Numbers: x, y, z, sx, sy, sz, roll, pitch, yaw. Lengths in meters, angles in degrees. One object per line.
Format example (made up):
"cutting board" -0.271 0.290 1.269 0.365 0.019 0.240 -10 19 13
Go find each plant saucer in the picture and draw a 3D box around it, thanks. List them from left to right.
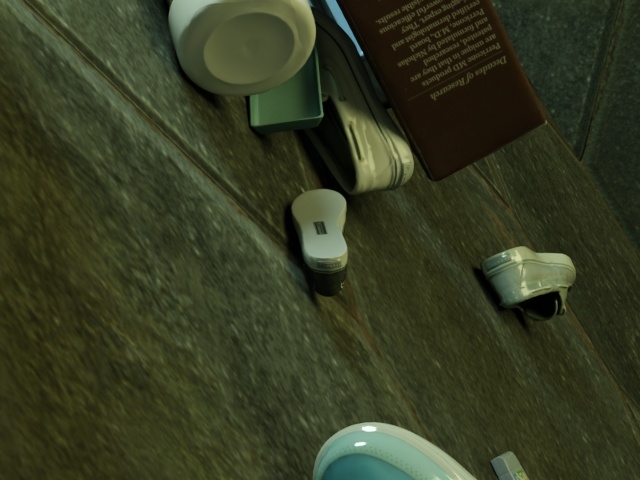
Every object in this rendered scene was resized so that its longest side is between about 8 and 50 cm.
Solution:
"plant saucer" -0.034 -0.159 1.683 0.192 0.067 0.018 -94 175 -53

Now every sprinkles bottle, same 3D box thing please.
"sprinkles bottle" -0.100 -0.287 1.617 0.121 0.121 0.355 43 22 -45

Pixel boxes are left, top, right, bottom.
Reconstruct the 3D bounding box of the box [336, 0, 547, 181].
"box" 0.071 -0.268 1.742 0.381 0.143 0.191 63 3 -26

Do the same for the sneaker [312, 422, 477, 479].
"sneaker" 0.069 0.256 1.096 0.319 0.127 0.208 61 14 13

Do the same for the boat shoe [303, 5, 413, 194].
"boat shoe" 0.005 -0.142 1.749 0.076 0.083 0.226 -17 61 -37

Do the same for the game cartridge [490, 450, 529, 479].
"game cartridge" 0.193 0.243 1.720 0.083 0.017 0.056 61 19 9

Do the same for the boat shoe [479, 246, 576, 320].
"boat shoe" 0.260 0.062 2.185 0.227 0.079 0.081 12 57 -63

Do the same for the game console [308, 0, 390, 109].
"game console" 0.024 -0.299 1.962 0.173 0.250 0.293 92 -26 -67

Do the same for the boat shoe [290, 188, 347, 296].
"boat shoe" 0.000 0.000 1.539 0.142 0.049 0.040 -95 -177 -63
